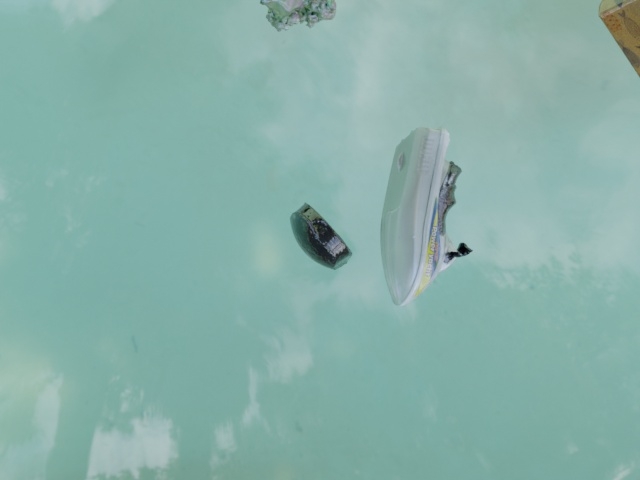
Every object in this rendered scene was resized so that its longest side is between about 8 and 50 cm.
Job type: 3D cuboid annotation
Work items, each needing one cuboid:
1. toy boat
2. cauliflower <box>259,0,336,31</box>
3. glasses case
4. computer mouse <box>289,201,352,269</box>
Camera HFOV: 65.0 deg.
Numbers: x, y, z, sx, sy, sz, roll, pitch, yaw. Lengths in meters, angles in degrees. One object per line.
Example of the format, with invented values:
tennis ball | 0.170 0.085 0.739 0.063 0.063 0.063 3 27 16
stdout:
toy boat | 0.162 -0.034 0.785 0.141 0.141 0.269 0 82 -14
cauliflower | -0.090 -0.761 1.574 0.256 0.315 0.239 -15 117 39
glasses case | 0.460 -0.287 0.704 0.170 0.041 0.065 32 149 -30
computer mouse | -0.004 0.003 1.246 0.087 0.295 0.168 -43 80 -1
